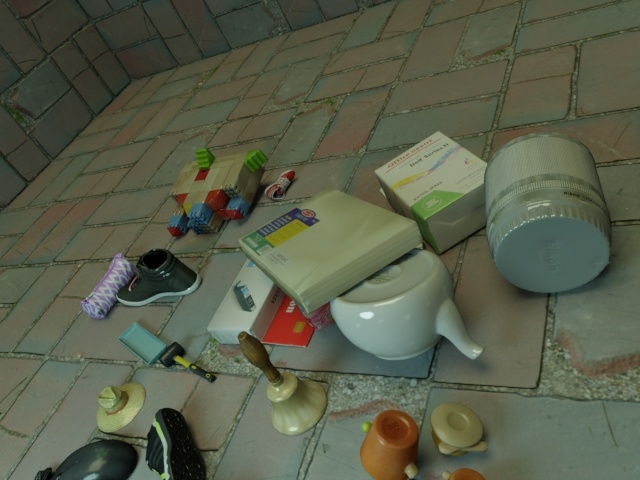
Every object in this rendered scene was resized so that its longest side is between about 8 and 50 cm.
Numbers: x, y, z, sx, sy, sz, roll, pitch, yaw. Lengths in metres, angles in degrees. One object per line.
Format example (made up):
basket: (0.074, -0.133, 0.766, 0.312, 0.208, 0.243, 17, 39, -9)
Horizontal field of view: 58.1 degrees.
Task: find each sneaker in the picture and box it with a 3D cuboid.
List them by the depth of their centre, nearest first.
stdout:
sneaker: (-0.307, 0.451, 1.182, 0.097, 0.084, 0.234, -54, 34, 12)
sneaker: (-0.501, 0.099, 1.664, 0.296, 0.146, 0.104, -13, 41, 25)
sneaker: (-0.117, -0.172, 1.808, 0.118, 0.042, 0.067, -43, 33, -4)

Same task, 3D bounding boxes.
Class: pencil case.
pencil case: (-0.652, 0.143, 1.769, 0.086, 0.088, 0.206, -7, 41, 30)

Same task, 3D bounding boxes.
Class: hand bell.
hand bell: (-0.093, 0.256, 1.101, 0.126, 0.242, 0.126, -19, 38, 15)

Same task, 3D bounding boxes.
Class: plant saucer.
plant saucer: (-0.476, 0.276, 1.543, 0.192, 0.018, 0.067, 18, 58, 46)

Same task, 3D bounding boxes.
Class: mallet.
mallet: (-0.312, 0.294, 1.395, 0.190, 0.039, 0.062, 9, 49, 36)

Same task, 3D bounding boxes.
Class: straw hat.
straw hat: (-0.501, 0.385, 1.391, 0.145, 0.061, 0.144, -19, 36, 15)

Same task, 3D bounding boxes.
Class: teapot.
teapot: (0.146, 0.144, 1.118, 0.253, 0.187, 0.256, -20, 22, 3)

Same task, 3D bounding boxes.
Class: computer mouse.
computer mouse: (-0.531, 0.515, 1.245, 0.272, 0.072, 0.188, -29, 35, 3)

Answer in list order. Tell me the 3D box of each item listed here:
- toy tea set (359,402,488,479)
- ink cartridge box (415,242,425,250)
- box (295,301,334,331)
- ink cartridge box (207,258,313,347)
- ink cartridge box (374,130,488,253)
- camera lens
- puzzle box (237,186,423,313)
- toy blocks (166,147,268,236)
toy tea set: (0.166, 0.406, 0.881, 0.200, 0.124, 0.336, 5, 36, -2)
ink cartridge box: (0.218, 0.033, 1.334, 0.048, 0.028, 0.083, -18, 38, 17)
box: (0.055, 0.070, 1.297, 0.257, 0.128, 0.122, -29, 36, -11)
ink cartridge box: (-0.104, 0.122, 1.423, 0.261, 0.066, 0.296, -4, 43, 33)
ink cartridge box: (0.276, -0.143, 1.427, 0.207, 0.119, 0.353, -32, 35, -1)
camera lens: (0.436, -0.063, 1.130, 0.220, 0.219, 0.274, -12, 39, 24)
puzzle box: (0.000, 0.000, 1.248, 0.272, 0.052, 0.409, -31, 24, -13)
toy blocks: (-0.355, -0.139, 1.853, 0.382, 0.190, 0.260, -3, 55, 34)
